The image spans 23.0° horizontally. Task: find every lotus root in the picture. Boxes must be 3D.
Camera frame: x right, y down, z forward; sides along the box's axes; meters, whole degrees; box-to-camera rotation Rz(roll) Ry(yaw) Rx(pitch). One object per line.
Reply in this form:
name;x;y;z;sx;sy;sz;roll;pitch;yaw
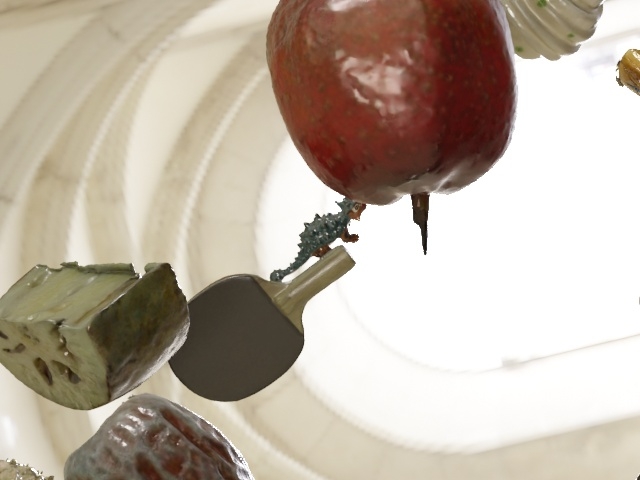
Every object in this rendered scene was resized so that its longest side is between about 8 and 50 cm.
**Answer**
lotus root;-0.229;0.090;1.564;0.119;0.235;0.138;-49;-65;-32

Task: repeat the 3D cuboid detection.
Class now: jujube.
jujube;-0.209;0.376;2.183;0.308;0.246;0.215;44;-149;0

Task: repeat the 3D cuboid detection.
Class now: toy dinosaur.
toy dinosaur;0.000;0.000;1.843;0.055;0.154;0.049;40;-168;-43

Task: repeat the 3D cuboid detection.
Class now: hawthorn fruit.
hawthorn fruit;0.074;-0.130;1.548;0.254;0.254;0.300;-63;-34;-75

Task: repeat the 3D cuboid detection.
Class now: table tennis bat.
table tennis bat;-0.064;0.087;1.788;0.138;0.246;0.022;50;-171;-17

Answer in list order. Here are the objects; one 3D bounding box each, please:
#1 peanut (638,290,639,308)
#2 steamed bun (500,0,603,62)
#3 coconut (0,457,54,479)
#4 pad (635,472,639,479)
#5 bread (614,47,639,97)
peanut;0.410;0.058;1.782;0.093;0.083;0.194;35;151;34
steamed bun;0.291;-0.326;2.062;0.106;0.183;0.182;-37;-68;-77
coconut;-0.313;0.382;1.650;0.309;0.297;0.297;99;161;-70
pad;0.302;0.308;1.478;0.004;0.330;0.220;44;161;-13
bread;0.479;-0.235;2.320;0.106;0.053;0.072;46;156;38
